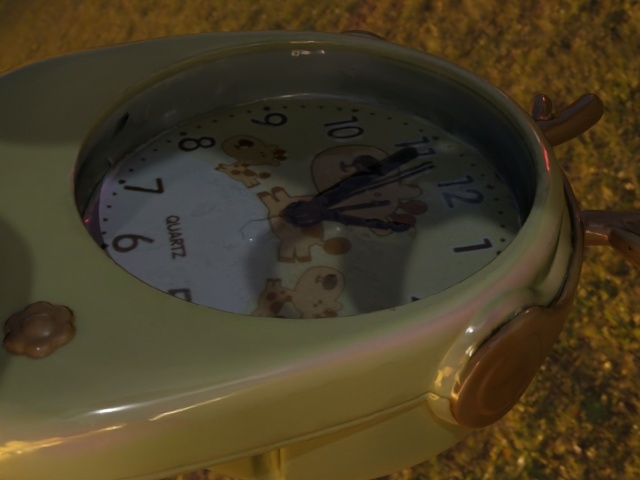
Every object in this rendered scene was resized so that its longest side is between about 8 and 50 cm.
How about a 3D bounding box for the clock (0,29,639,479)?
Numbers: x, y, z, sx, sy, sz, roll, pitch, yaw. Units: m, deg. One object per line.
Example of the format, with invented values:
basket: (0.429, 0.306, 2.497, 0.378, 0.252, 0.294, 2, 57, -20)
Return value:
clock: (0.000, 0.000, 0.451, 0.235, 0.308, 0.096, -109, 14, -49)
